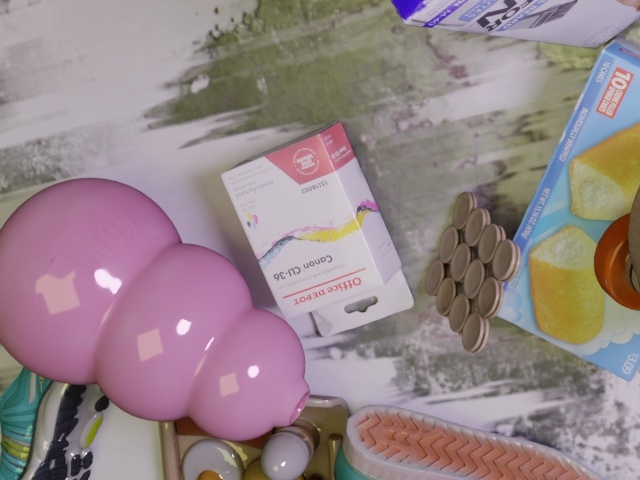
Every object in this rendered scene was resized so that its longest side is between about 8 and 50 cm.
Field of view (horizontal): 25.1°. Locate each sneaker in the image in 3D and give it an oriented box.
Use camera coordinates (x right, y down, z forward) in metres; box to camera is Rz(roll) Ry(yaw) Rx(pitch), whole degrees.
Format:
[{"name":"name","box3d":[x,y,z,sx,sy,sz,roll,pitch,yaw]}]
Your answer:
[{"name":"sneaker","box3d":[-0.307,0.210,1.570,0.110,0.107,0.275,34,111,29]},{"name":"sneaker","box3d":[0.159,0.261,1.406,0.302,0.108,0.121,20,129,9]}]

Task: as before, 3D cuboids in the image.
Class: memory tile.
[{"name":"memory tile","box3d":[0.138,0.028,1.321,0.012,0.148,0.113,13,111,-21]}]

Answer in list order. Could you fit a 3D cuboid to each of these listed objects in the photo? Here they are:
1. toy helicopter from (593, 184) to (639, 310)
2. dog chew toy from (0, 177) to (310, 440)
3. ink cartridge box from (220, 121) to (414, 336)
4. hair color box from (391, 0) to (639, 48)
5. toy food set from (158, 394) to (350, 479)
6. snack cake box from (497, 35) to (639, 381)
[{"name":"toy helicopter","box3d":[0.416,-0.003,1.169,0.355,0.140,0.235,16,104,-19]},{"name":"dog chew toy","box3d":[-0.160,0.079,1.393,0.332,0.206,0.206,29,114,15]},{"name":"ink cartridge box","box3d":[0.000,0.000,1.395,0.115,0.067,0.198,-21,98,24]},{"name":"hair color box","box3d":[0.188,-0.245,1.091,0.185,0.339,0.110,-37,75,30]},{"name":"toy food set","box3d":[-0.080,0.293,1.499,0.220,0.092,0.306,3,106,19]},{"name":"snack cake box","box3d":[0.270,-0.028,1.277,0.152,0.089,0.264,27,113,12]}]
